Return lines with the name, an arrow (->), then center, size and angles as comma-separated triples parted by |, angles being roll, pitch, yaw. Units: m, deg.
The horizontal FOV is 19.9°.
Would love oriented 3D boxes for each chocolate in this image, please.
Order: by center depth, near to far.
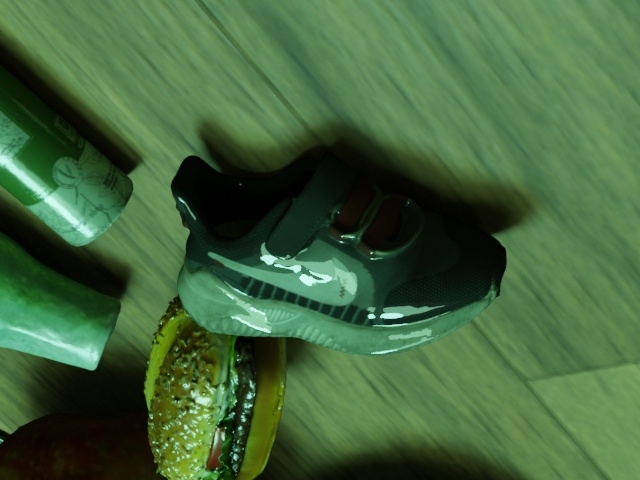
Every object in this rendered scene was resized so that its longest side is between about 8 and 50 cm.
chocolate -> -0.285, 0.016, 1.294 | 0.291, 0.110, 0.110 | 22, 144, -1

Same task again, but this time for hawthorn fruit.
hawthorn fruit -> -0.167, 0.258, 1.398 | 0.258, 0.262, 0.258 | 23, 141, 21

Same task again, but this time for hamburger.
hamburger -> -0.075, 0.100, 1.249 | 0.087, 0.137, 0.166 | 3, 139, -10

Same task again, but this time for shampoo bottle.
shampoo bottle -> -0.210, -0.082, 1.162 | 0.065, 0.065, 0.204 | -22, 124, 44

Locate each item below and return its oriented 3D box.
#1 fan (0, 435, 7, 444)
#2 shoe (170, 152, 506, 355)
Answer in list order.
fan -> -0.193, 0.204, 1.549 | 0.220, 0.009, 0.132 | 23, 141, -2
shoe -> 0.000, 0.000, 1.126 | 0.227, 0.099, 0.112 | 0, 130, 30
